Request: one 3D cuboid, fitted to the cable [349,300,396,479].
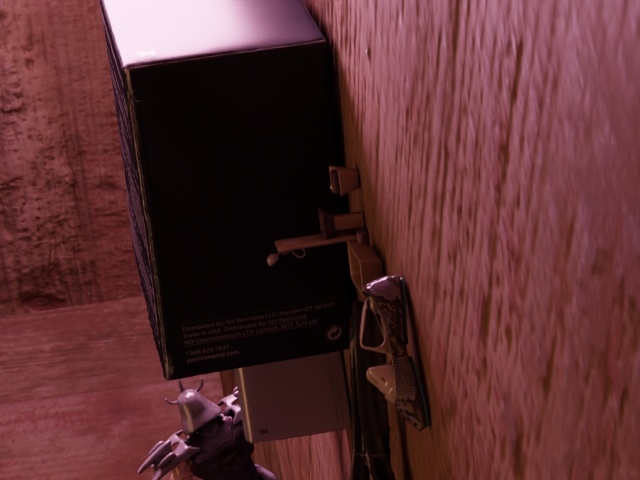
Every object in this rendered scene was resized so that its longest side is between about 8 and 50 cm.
[{"bbox_3d":[0.057,0.190,1.531,0.139,0.072,0.287,13,-99,-79],"label":"cable"}]

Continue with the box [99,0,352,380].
[{"bbox_3d":[-0.088,-0.078,1.763,0.296,0.183,0.294,-115,17,-64],"label":"box"}]

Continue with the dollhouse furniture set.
[{"bbox_3d":[0.000,0.000,1.532,0.114,0.081,0.091,-120,22,-73],"label":"dollhouse furniture set"}]

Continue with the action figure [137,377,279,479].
[{"bbox_3d":[-0.080,0.252,1.992,0.285,0.185,0.099,61,177,-25],"label":"action figure"}]

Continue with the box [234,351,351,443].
[{"bbox_3d":[-0.029,0.140,1.892,0.087,0.102,0.101,128,134,-84],"label":"box"}]

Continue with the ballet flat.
[{"bbox_3d":[0.049,0.082,1.395,0.041,0.041,0.114,109,152,-76],"label":"ballet flat"}]
